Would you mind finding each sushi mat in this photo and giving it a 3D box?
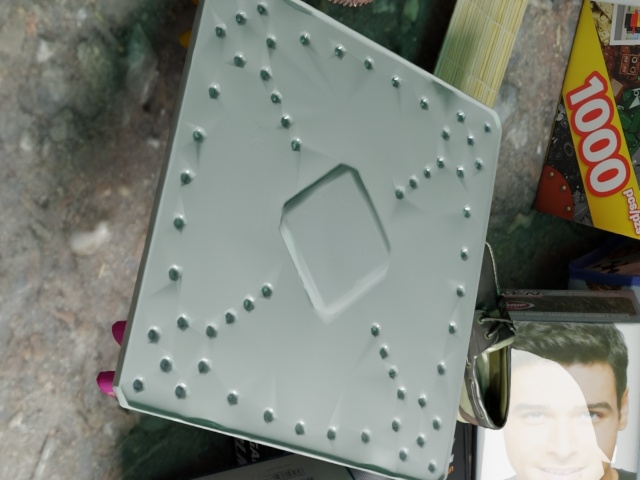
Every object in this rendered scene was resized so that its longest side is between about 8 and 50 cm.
[{"bbox_3d":[0.181,-0.241,1.405,0.151,0.019,0.316,16,92,-55],"label":"sushi mat"}]

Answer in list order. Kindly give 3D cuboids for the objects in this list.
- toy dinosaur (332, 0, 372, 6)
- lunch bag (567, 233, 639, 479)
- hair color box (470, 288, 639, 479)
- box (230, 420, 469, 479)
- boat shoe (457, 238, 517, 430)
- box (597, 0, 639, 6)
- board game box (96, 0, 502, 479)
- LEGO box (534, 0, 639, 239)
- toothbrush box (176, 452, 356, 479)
[{"bbox_3d":[0.063,-0.293,1.218,0.295,0.127,0.200,-48,139,-15],"label":"toy dinosaur"},{"bbox_3d":[0.485,0.142,1.711,0.385,0.239,0.327,-25,121,-55],"label":"lunch bag"},{"bbox_3d":[0.272,0.248,1.537,0.113,0.185,0.374,-75,165,-72],"label":"hair color box"},{"bbox_3d":[0.042,0.246,1.415,0.295,0.073,0.293,-23,118,-37],"label":"box"},{"bbox_3d":[0.174,0.098,1.388,0.080,0.073,0.223,-20,117,-39],"label":"boat shoe"},{"bbox_3d":[0.320,-0.323,1.382,0.181,0.182,0.119,9,96,-57],"label":"box"},{"bbox_3d":[0.000,0.000,1.200,0.390,0.050,0.390,22,72,-39],"label":"board game box"},{"bbox_3d":[0.495,-0.226,1.484,0.193,0.372,0.500,5,100,-45],"label":"LEGO box"},{"bbox_3d":[-0.054,0.369,1.260,0.216,0.126,0.295,-13,114,-11],"label":"toothbrush box"}]
